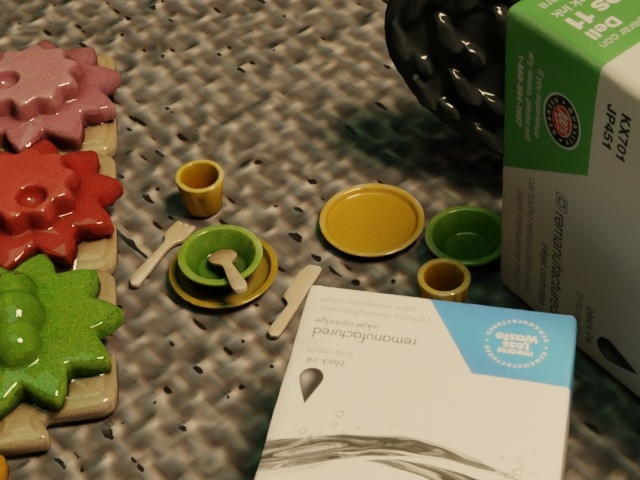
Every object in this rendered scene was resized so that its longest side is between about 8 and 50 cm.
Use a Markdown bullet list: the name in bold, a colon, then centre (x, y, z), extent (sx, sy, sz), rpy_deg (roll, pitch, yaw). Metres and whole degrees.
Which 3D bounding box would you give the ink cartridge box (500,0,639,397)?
- **ink cartridge box**: centre (0.165, 0.004, 0.503), extent (0.087, 0.153, 0.208), rpy_deg (-30, 49, -22)

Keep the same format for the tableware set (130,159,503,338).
- **tableware set**: centre (0.000, 0.000, 0.611), extent (0.154, 0.024, 0.104), rpy_deg (17, 48, 21)

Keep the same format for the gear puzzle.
- **gear puzzle**: centre (-0.172, 0.018, 0.591), extent (0.175, 0.044, 0.339), rpy_deg (-7, 45, -2)

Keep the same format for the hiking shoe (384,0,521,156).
- **hiking shoe**: centre (0.177, -0.101, 0.653), extent (0.304, 0.113, 0.132), rpy_deg (3, 38, -7)

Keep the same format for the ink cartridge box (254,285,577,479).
- **ink cartridge box**: centre (0.029, 0.104, 0.477), extent (0.104, 0.060, 0.180), rpy_deg (6, 46, 10)
